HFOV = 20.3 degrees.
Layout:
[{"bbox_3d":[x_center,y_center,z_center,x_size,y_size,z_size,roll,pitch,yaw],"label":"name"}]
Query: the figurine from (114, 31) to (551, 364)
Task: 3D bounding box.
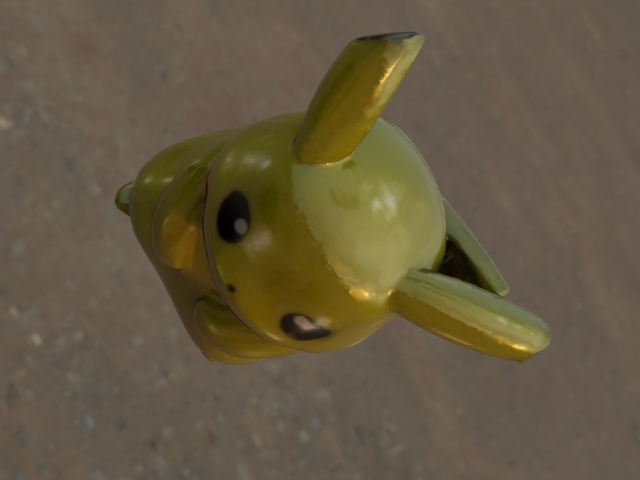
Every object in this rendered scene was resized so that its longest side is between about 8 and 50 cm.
[{"bbox_3d":[-0.003,0.000,1.141,0.218,0.169,0.326,58,-17,-11],"label":"figurine"}]
